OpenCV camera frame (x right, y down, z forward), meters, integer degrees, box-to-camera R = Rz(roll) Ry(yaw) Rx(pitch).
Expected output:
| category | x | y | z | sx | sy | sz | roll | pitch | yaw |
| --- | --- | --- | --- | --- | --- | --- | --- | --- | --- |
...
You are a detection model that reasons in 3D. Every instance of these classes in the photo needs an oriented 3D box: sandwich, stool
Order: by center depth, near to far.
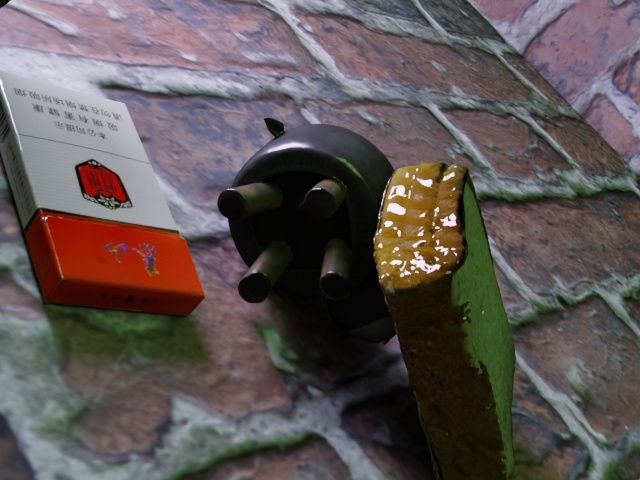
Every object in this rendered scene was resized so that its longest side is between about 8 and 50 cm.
| category | x | y | z | sx | sy | sz | roll | pitch | yaw |
| --- | --- | --- | --- | --- | --- | --- | --- | --- | --- |
| sandwich | 0.114 | 0.072 | 0.821 | 0.226 | 0.087 | 0.251 | -71 | 149 | -54 |
| stool | 0.007 | -0.005 | 0.852 | 0.228 | 0.153 | 0.139 | 40 | 28 | -2 |

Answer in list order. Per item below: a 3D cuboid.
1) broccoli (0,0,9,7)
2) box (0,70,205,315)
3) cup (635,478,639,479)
| category | x | y | z | sx | sy | sz | roll | pitch | yaw |
| --- | --- | --- | --- | --- | --- | --- | --- | --- | --- |
| broccoli | -0.359 | -0.256 | 0.700 | 0.245 | 0.265 | 0.294 | 6 | 33 | 14 |
| box | -0.197 | -0.043 | 0.786 | 0.139 | 0.035 | 0.245 | 12 | 39 | -43 |
| cup | 0.263 | 0.299 | 0.660 | 0.258 | 0.234 | 0.186 | 48 | 30 | 9 |
